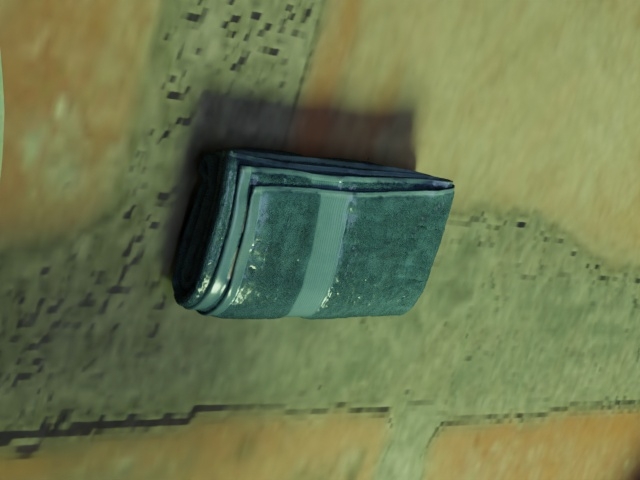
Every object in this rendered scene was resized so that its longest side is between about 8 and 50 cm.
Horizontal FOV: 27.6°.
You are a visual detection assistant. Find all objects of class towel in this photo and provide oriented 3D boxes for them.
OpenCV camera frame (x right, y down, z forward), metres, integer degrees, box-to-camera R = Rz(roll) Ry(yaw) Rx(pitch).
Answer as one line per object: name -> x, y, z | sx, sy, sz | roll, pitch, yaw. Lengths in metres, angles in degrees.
towel -> 0.000, 0.000, 0.512 | 0.119, 0.029, 0.067 | 3, 108, -43

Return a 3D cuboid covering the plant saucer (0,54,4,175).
plant saucer -> -0.226, -0.017, 0.293 | 0.317, 0.043, 0.318 | -19, 121, -36
